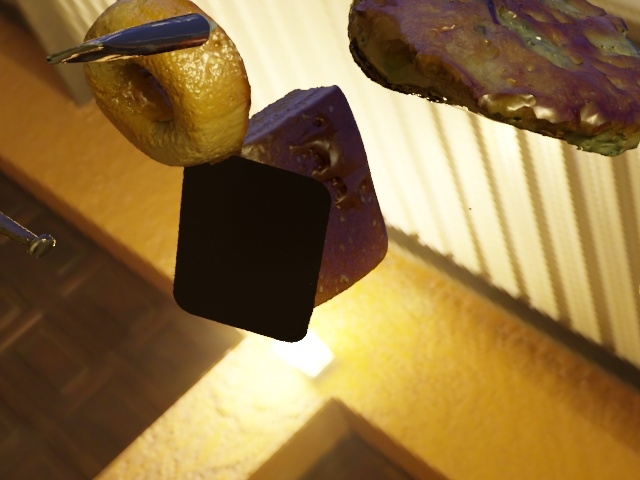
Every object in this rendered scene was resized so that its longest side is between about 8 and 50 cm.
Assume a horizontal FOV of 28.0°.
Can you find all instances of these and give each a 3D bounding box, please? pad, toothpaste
[{"bbox_3d":[0.002,0.016,1.426,0.055,0.323,0.250,-95,-168,-48],"label":"pad"},{"bbox_3d":[-0.101,-0.116,0.742,0.037,0.140,0.021,-14,-83,33],"label":"toothpaste"}]

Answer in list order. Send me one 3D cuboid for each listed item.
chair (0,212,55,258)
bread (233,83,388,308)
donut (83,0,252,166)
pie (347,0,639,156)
[{"bbox_3d":[-0.583,0.038,1.329,0.410,0.365,0.362,44,-49,16],"label":"chair"},{"bbox_3d":[-0.021,-0.047,1.540,0.110,0.184,0.234,10,-53,47],"label":"bread"},{"bbox_3d":[-0.144,-0.140,1.135,0.178,0.065,0.162,27,-46,31],"label":"donut"},{"bbox_3d":[0.166,-0.187,1.217,0.354,0.288,0.103,-95,-159,-55],"label":"pie"}]
